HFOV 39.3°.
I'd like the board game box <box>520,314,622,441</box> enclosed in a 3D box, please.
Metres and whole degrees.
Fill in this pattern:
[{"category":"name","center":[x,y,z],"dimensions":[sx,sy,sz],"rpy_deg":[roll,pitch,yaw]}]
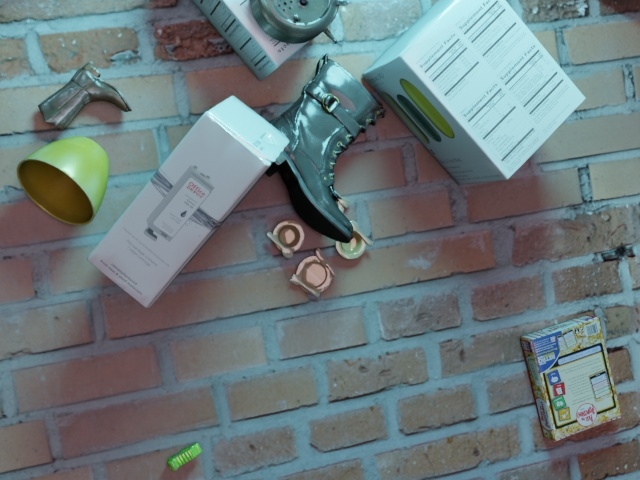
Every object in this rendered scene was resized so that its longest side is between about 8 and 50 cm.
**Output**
[{"category":"board game box","center":[0.457,0.249,1.632],"dimensions":[0.147,0.045,0.193],"rpy_deg":[-15,95,-15]}]

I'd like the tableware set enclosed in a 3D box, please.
[{"category":"tableware set","center":[0.000,0.000,1.516],"dimensions":[0.169,0.020,0.141],"rpy_deg":[-42,101,-11]}]

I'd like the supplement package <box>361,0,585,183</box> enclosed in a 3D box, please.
[{"category":"supplement package","center":[0.247,-0.256,1.486],"dimensions":[0.198,0.199,0.262],"rpy_deg":[-45,102,-10]}]

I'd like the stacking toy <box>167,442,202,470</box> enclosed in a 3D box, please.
[{"category":"stacking toy","center":[-0.247,0.457,1.439],"dimensions":[0.221,0.052,0.167],"rpy_deg":[-33,99,-13]}]

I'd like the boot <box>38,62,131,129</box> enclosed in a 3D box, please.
[{"category":"boot","center":[-0.369,-0.205,1.401],"dimensions":[0.106,0.037,0.114],"rpy_deg":[43,77,1]}]

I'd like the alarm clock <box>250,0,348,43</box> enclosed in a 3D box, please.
[{"category":"alarm clock","center":[-0.055,-0.366,1.335],"dimensions":[0.192,0.064,0.129],"rpy_deg":[8,88,-13]}]

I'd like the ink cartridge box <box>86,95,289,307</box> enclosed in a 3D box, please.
[{"category":"ink cartridge box","center":[-0.188,-0.064,1.316],"dimensions":[0.117,0.207,0.283],"rpy_deg":[40,105,-6]}]

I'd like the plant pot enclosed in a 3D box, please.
[{"category":"plant pot","center":[-0.377,-0.103,1.366],"dimensions":[0.134,0.134,0.095],"rpy_deg":[40,53,-13]}]

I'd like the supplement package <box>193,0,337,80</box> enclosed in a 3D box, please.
[{"category":"supplement package","center":[-0.113,-0.396,1.418],"dimensions":[0.139,0.134,0.244],"rpy_deg":[-42,101,-12]}]

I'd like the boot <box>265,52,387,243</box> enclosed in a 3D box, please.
[{"category":"boot","center":[0.028,-0.154,1.481],"dimensions":[0.229,0.091,0.263],"rpy_deg":[-43,101,-19]}]
